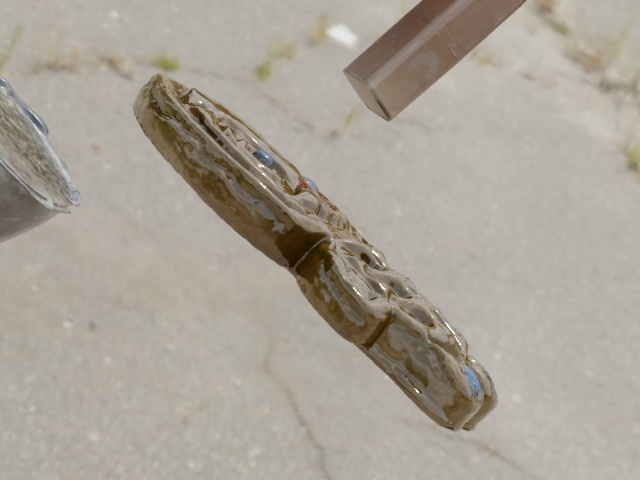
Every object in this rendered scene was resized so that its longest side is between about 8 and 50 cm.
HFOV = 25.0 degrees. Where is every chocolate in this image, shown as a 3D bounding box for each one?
[{"bbox_3d":[-0.496,-0.098,1.943,0.303,0.213,0.303,53,7,-10],"label":"chocolate"}]

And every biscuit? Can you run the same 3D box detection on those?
[{"bbox_3d":[0.000,0.000,0.529,0.175,0.026,0.124,45,7,16],"label":"biscuit"}]

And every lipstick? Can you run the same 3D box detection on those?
[{"bbox_3d":[0.088,-0.156,1.099,0.045,0.145,0.045,52,-7,-37],"label":"lipstick"}]
